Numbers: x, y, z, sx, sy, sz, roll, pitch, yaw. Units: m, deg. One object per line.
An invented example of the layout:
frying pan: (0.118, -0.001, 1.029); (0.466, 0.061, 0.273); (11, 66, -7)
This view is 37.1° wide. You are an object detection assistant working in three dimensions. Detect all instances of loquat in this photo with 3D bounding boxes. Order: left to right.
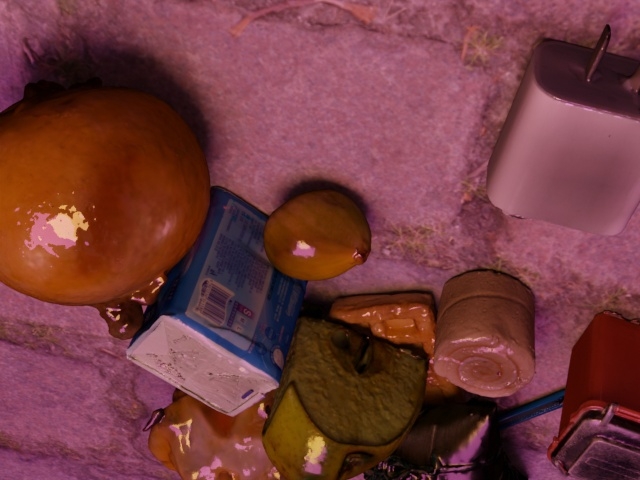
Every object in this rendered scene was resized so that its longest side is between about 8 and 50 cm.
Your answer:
loquat: (-0.300, -0.040, 1.255); (0.329, 0.328, 0.359); (-10, 103, 23)

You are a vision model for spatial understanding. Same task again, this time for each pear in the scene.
pear: (0.035, 0.271, 1.454); (0.238, 0.255, 0.164); (21, 134, -13)

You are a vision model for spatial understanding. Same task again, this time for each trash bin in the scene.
trash bin: (0.441, 0.228, 1.401); (0.161, 0.238, 0.184); (18, 138, 0)

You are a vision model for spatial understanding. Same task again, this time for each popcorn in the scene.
popcorn: (-0.120, 0.326, 1.654); (0.316, 0.281, 0.297); (30, 100, 23)

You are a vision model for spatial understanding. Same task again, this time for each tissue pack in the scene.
tissue pack: (-0.139, 0.088, 1.388); (0.198, 0.263, 0.146); (34, 132, -19)

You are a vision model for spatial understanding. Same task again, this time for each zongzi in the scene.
zongzi: (0.253, 0.411, 1.646); (0.319, 0.362, 0.383); (-7, 105, 40)

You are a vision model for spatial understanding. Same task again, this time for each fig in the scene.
fig: (-0.006, -0.008, 1.359); (0.153, 0.120, 0.136); (-18, 150, 7)

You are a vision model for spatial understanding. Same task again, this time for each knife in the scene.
knife: (0.387, 0.281, 1.616); (0.044, 0.026, 0.297); (31, 134, -32)

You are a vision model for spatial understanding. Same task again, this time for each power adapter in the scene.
power adapter: (0.325, -0.144, 1.146); (0.187, 0.124, 0.255); (13, 135, -1)

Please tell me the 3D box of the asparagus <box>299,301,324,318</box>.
asparagus: (-0.075, 0.100, 1.551); (0.165, 0.030, 0.036); (17, 160, -5)

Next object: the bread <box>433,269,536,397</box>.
bread: (0.248, 0.139, 1.428); (0.148, 0.141, 0.134); (19, 137, -5)

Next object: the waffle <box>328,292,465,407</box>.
waffle: (0.131, 0.187, 1.565); (0.168, 0.057, 0.274); (-7, 132, 20)
